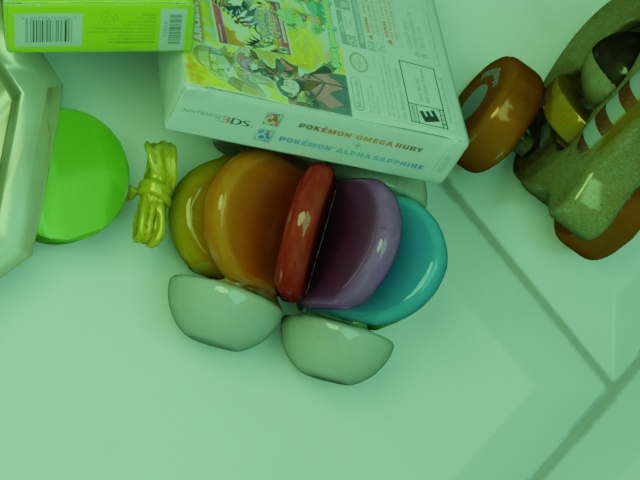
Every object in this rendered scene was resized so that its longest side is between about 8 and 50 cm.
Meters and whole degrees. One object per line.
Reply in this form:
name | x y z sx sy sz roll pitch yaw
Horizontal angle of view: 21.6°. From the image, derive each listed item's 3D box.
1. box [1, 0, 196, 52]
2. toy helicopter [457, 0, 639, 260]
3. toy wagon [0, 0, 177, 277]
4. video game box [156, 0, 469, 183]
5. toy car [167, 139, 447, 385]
box | -0.137 -0.184 0.994 0.109 0.042 0.178 -2 48 -11
toy helicopter | 0.230 -0.099 1.049 0.140 0.355 0.235 36 90 -16
toy wagon | -0.256 -0.055 0.994 0.344 0.068 0.267 12 81 -23
video game box | -0.013 -0.137 1.061 0.187 0.048 0.205 12 46 -23
toy car | 0.000 0.000 1.060 0.182 0.136 0.159 19 77 -21
